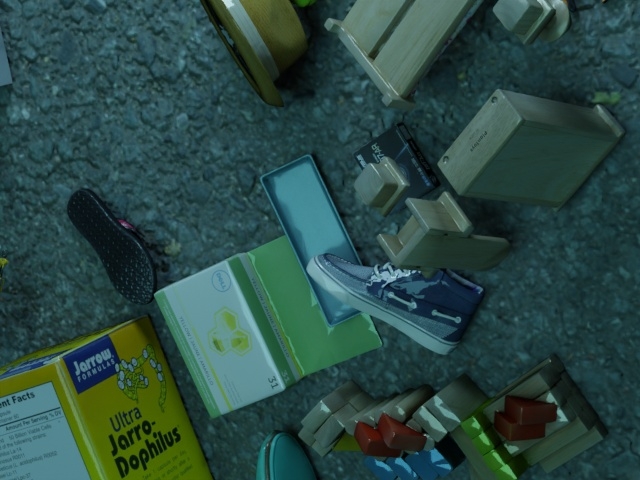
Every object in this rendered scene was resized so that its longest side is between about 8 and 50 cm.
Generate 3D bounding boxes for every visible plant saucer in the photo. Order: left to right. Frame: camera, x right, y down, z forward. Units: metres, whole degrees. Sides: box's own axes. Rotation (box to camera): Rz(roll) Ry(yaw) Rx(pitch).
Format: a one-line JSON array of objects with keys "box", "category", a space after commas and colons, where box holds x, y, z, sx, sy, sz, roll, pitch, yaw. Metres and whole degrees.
[{"box": [0.000, 0.000, 1.721, 0.067, 0.018, 0.192, -25, 91, 10], "category": "plant saucer"}]

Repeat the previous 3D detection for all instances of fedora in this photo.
[{"box": [-0.071, -0.240, 1.648, 0.079, 0.194, 0.194, -31, 87, -3], "category": "fedora"}]

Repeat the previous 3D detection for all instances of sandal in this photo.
[{"box": [-0.249, 0.004, 1.858, 0.067, 0.040, 0.179, -50, 63, 23], "category": "sandal"}]

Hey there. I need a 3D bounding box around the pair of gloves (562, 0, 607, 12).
[{"box": [0.258, -0.268, 1.528, 0.083, 0.010, 0.074, -21, 92, 30], "category": "pair of gloves"}]

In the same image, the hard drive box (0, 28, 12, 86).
[{"box": [-0.522, -0.264, 1.899, 0.232, 0.089, 0.181, -7, 100, 29], "category": "hard drive box"}]

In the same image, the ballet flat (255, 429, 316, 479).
[{"box": [-0.033, 0.352, 1.807, 0.087, 0.083, 0.247, -24, 89, 45], "category": "ballet flat"}]

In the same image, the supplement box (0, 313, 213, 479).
[{"box": [-0.272, 0.302, 1.852, 0.194, 0.195, 0.356, -18, 95, 30], "category": "supplement box"}]

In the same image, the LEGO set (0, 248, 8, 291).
[{"box": [-0.519, 0.026, 1.949, 0.255, 0.192, 0.331, -15, 82, 12], "category": "LEGO set"}]

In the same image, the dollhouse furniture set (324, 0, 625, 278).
[{"box": [0.132, -0.187, 1.594, 0.303, 0.174, 0.355, -53, 53, 28], "category": "dollhouse furniture set"}]

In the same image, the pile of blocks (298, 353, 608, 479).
[{"box": [0.127, 0.227, 1.668, 0.362, 0.112, 0.149, -10, 98, 30], "category": "pile of blocks"}]

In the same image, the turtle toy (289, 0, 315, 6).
[{"box": [-0.029, -0.320, 1.633, 0.095, 0.066, 0.130, -8, 111, 30], "category": "turtle toy"}]

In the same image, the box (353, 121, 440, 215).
[{"box": [0.084, -0.079, 1.665, 0.067, 0.018, 0.083, -32, 87, 30], "category": "box"}]

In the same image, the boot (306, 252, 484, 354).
[{"box": [0.084, 0.044, 1.664, 0.190, 0.069, 0.086, 28, 110, -1], "category": "boot"}]

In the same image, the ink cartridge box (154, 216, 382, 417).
[{"box": [-0.065, 0.094, 1.770, 0.235, 0.056, 0.171, -24, 91, 32], "category": "ink cartridge box"}]
